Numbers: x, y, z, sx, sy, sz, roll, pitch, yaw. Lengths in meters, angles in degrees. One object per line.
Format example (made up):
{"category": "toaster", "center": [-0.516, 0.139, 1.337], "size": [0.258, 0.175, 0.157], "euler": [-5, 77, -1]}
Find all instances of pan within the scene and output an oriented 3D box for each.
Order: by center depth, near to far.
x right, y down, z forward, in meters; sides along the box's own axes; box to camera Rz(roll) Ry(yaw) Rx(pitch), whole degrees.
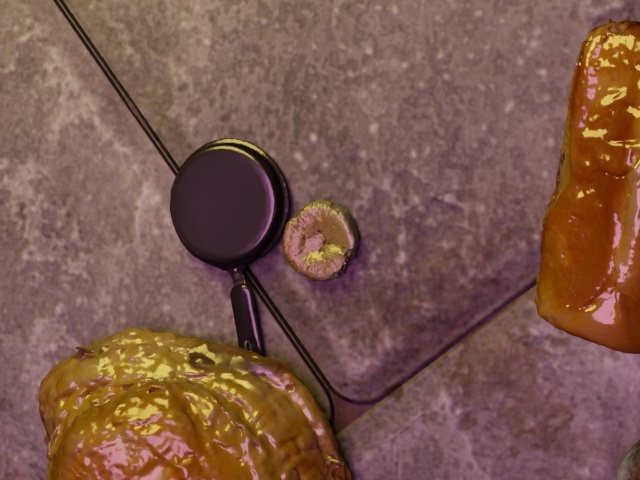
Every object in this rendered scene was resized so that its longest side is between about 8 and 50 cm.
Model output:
{"category": "pan", "center": [-0.090, 0.011, 1.892], "size": [0.136, 0.028, 0.235], "euler": [-9, 91, 23]}

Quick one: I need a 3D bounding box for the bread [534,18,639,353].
{"category": "bread", "center": [0.297, -0.051, 1.661], "size": [0.132, 0.167, 0.294], "euler": [22, 105, 43]}

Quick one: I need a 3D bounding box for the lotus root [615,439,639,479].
{"category": "lotus root", "center": [0.424, 0.199, 1.630], "size": [0.322, 0.158, 0.140], "euler": [-16, 106, 16]}

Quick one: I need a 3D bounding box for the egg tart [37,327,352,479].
{"category": "egg tart", "center": [-0.137, 0.257, 1.868], "size": [0.340, 0.153, 0.351], "euler": [-11, 91, 19]}

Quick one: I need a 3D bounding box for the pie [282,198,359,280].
{"category": "pie", "center": [0.000, 0.000, 1.860], "size": [0.084, 0.020, 0.084], "euler": [1, 93, 20]}
